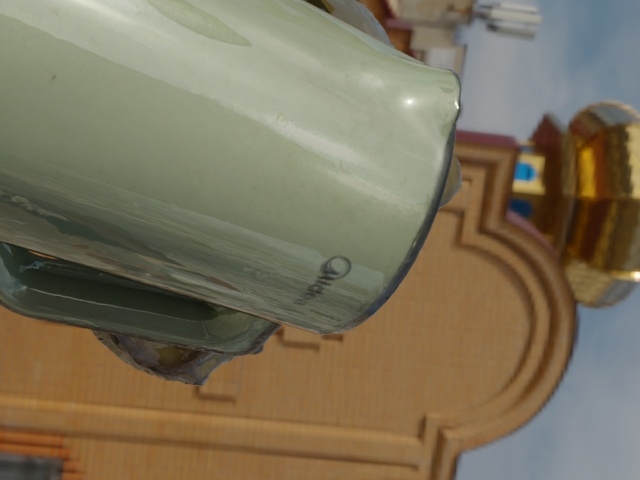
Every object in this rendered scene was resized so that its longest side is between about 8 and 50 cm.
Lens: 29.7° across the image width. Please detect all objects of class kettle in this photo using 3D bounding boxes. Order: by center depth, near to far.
[{"bbox_3d":[-0.143,-0.056,0.868,0.361,0.376,0.250,-52,-151,36],"label":"kettle"}]

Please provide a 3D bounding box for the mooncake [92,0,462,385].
[{"bbox_3d":[-0.074,-0.050,1.216,0.246,0.393,0.394,59,-43,42],"label":"mooncake"}]
